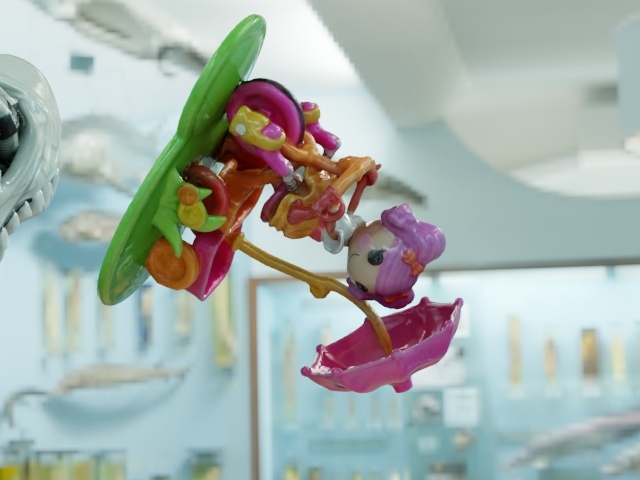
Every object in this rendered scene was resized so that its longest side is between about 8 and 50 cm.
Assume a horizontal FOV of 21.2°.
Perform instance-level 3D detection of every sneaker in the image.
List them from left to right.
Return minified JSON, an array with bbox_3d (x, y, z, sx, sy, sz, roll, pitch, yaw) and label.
[{"bbox_3d":[-0.228,-0.067,1.181,0.110,0.118,0.292,23,28,-10],"label":"sneaker"}]

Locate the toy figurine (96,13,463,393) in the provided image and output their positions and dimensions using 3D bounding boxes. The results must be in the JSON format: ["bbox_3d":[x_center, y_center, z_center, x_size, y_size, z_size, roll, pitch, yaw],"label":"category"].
[{"bbox_3d":[0.000,0.000,0.823,0.159,0.173,0.130,31,37,6],"label":"toy figurine"}]
